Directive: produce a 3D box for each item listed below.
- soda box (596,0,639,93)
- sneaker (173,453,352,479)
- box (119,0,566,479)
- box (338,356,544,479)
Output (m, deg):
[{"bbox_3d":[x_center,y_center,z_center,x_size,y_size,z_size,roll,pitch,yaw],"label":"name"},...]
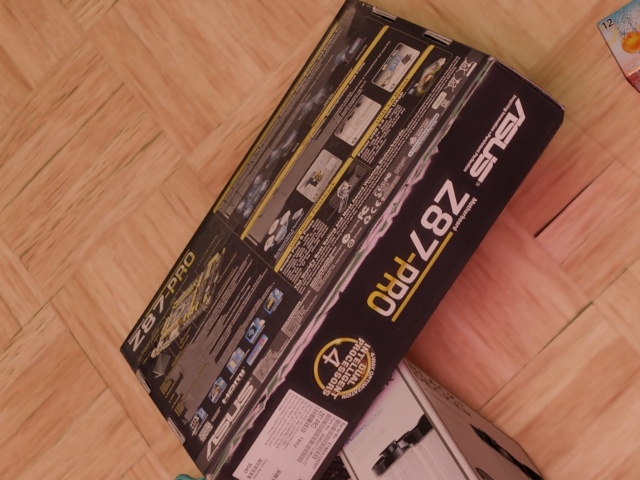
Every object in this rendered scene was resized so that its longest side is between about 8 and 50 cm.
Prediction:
[{"bbox_3d":[0.328,-0.198,1.450,0.183,0.058,0.063,-31,64,16],"label":"soda box"},{"bbox_3d":[-0.022,0.193,1.504,0.275,0.107,0.110,-29,52,16],"label":"sneaker"},{"bbox_3d":[0.000,0.000,1.458,0.395,0.097,0.318,-57,27,2],"label":"box"},{"bbox_3d":[0.121,0.216,1.307,0.087,0.169,0.290,-48,26,8],"label":"box"}]
